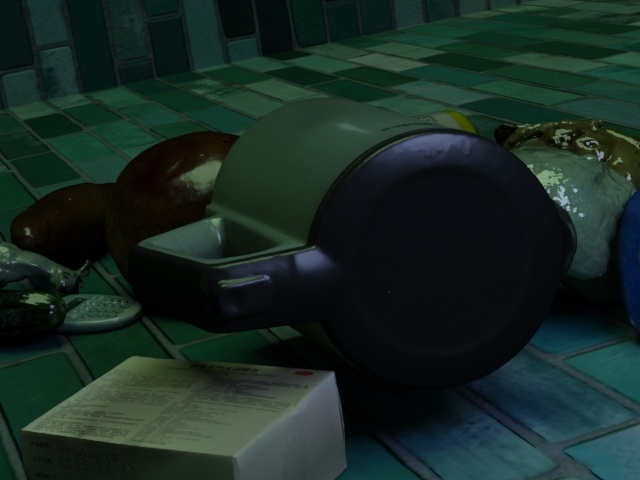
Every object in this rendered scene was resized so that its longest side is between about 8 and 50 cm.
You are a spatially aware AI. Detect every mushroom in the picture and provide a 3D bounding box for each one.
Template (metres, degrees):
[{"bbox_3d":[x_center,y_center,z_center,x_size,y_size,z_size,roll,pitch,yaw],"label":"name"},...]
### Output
[{"bbox_3d":[-0.139,-0.037,1.625,0.263,0.195,0.283,-13,16,5],"label":"mushroom"}]

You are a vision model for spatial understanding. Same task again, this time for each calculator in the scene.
[{"bbox_3d":[-0.288,0.087,1.583,0.153,0.021,0.095,-2,17,22],"label":"calculator"}]

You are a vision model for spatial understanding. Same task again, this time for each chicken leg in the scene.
[{"bbox_3d":[0.414,-0.068,1.542,0.429,0.153,0.201,0,9,3],"label":"chicken leg"}]

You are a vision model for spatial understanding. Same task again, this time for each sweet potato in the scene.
[{"bbox_3d":[-0.354,-0.023,1.849,0.112,0.112,0.359,-3,14,19],"label":"sweet potato"}]

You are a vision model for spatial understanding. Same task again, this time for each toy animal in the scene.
[{"bbox_3d":[-0.418,0.047,1.676,0.216,0.074,0.176,-17,-24,38],"label":"toy animal"}]

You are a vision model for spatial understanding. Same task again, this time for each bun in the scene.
[{"bbox_3d":[0.259,-0.029,1.354,0.203,0.126,0.212,36,3,-3],"label":"bun"}]

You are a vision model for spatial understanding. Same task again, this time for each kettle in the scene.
[{"bbox_3d":[0.000,0.000,1.229,0.361,0.250,0.376,-6,9,-14],"label":"kettle"}]

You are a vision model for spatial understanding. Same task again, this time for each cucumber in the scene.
[{"bbox_3d":[-0.406,0.090,1.552,0.241,0.075,0.074,-1,18,22],"label":"cucumber"}]

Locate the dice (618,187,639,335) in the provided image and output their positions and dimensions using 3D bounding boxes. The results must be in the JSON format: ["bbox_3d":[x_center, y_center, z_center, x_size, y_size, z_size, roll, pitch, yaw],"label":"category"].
[{"bbox_3d":[0.371,0.017,1.261,0.146,0.146,0.143,-4,19,30],"label":"dice"}]

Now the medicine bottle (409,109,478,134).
[{"bbox_3d":[0.082,-0.082,1.579,0.212,0.122,0.122,-13,16,-24],"label":"medicine bottle"}]

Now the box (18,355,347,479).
[{"bbox_3d":[-0.109,0.170,1.074,0.212,0.095,0.168,2,21,29],"label":"box"}]
